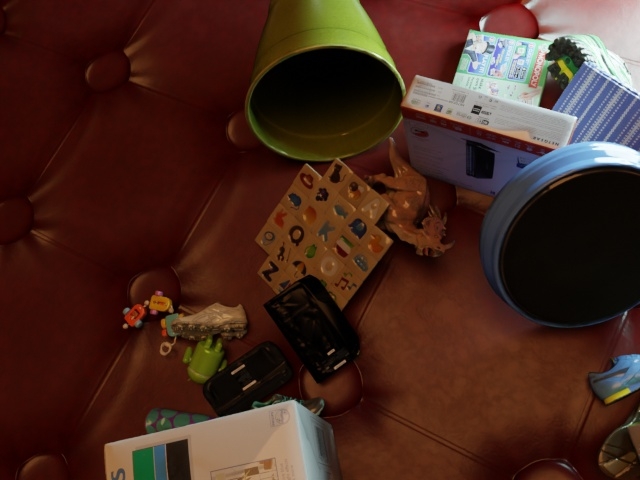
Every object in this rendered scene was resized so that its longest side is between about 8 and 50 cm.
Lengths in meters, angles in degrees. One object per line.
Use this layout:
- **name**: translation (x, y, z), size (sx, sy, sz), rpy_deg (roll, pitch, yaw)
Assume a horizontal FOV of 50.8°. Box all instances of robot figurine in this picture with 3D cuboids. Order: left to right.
- **robot figurine**: translation (-0.260, 0.274, 1.527), size (0.101, 0.067, 0.115), rpy_deg (22, 97, -13)

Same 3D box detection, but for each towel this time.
- **towel**: translation (0.638, -0.200, 1.447), size (0.336, 0.040, 0.243), rpy_deg (46, 127, 29)

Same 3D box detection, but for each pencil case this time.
- **pencil case**: translation (-0.309, 0.415, 1.495), size (0.152, 0.064, 0.070), rpy_deg (3, 54, 14)

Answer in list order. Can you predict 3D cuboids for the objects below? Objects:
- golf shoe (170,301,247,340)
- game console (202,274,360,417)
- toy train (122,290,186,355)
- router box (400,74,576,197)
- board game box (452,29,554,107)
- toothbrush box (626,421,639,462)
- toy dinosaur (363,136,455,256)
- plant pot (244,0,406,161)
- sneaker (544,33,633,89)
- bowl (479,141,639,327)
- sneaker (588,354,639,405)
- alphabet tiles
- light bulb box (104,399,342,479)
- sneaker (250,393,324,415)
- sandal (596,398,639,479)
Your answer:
- **golf shoe**: translation (-0.258, 0.184, 1.564), size (0.176, 0.069, 0.086), rpy_deg (2, 49, -11)
- **game console**: translation (-0.105, 0.254, 1.494), size (0.361, 0.044, 0.213), rpy_deg (-35, 86, 3)
- **toy train**: translation (-0.388, 0.195, 1.610), size (0.166, 0.046, 0.125), rpy_deg (36, 88, 22)
- **router box**: translation (0.355, -0.200, 1.451), size (0.335, 0.301, 0.082), rpy_deg (20, 75, 19)
- **board game box**: translation (0.424, -0.354, 1.633), size (0.213, 0.046, 0.317), rpy_deg (15, 73, 17)
- **toothbrush box**: translation (0.738, 0.395, 1.205), size (0.283, 0.122, 0.206), rpy_deg (-12, 67, -6)
- **toy dinosaur**: translation (0.205, -0.084, 1.533), size (0.200, 0.127, 0.295), rpy_deg (0, 70, 13)
- **plant pot**: translation (0.000, -0.440, 1.625), size (0.366, 0.366, 0.353), rpy_deg (-11, 56, 8)
- **sneaker**: translation (0.669, -0.338, 1.526), size (0.146, 0.134, 0.343), rpy_deg (-22, 76, -26)
- **bowl**: translation (0.510, 0.004, 1.310), size (0.391, 0.391, 0.077), rpy_deg (-17, 29, 6)
- **sneaker**: translation (0.638, 0.250, 1.343), size (0.209, 0.069, 0.082), rpy_deg (-27, 63, 2)
- **alphabet tiles**: translation (0.000, 0.000, 1.534), size (0.285, 0.011, 0.342), rpy_deg (43, 109, 23)
- **light bulb box**: translation (-0.161, 0.477, 1.279), size (0.361, 0.358, 0.225), rpy_deg (-14, 65, 6)
- **sneaker**: translation (-0.076, 0.362, 1.448), size (0.166, 0.065, 0.076), rpy_deg (-19, 105, 3)
- **sandal**: translation (0.614, 0.376, 1.311), size (0.090, 0.060, 0.219), rpy_deg (36, 66, 15)
